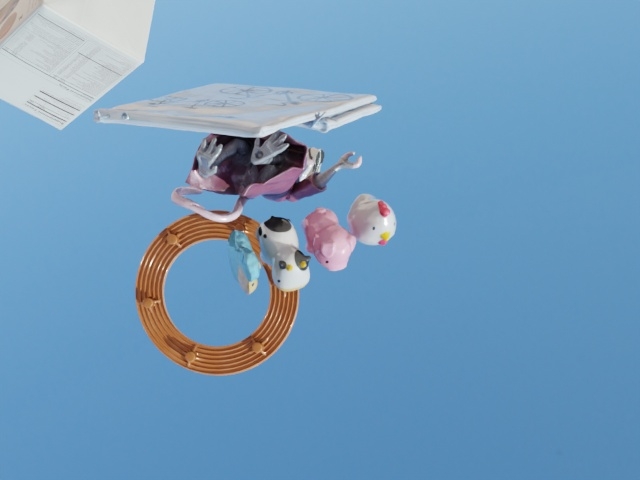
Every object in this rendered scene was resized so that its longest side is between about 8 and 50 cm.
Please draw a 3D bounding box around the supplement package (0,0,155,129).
[{"bbox_3d":[-0.330,-0.291,1.443,0.203,0.149,0.194,-28,-134,41],"label":"supplement package"}]

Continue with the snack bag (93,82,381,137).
[{"bbox_3d":[-0.122,-0.199,1.725,0.323,0.037,0.342,9,-161,29],"label":"snack bag"}]

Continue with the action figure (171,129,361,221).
[{"bbox_3d":[-0.094,-0.123,2.232,0.248,0.370,0.275,30,-90,14],"label":"action figure"}]

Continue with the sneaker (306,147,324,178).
[{"bbox_3d":[-0.024,-0.168,2.623,0.044,0.109,0.040,25,-166,33],"label":"sneaker"}]

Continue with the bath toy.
[{"bbox_3d":[0.000,0.000,2.154,0.348,0.151,0.129,-18,175,-21],"label":"bath toy"}]

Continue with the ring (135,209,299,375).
[{"bbox_3d":[-0.211,0.107,2.246,0.337,0.336,0.032,-12,-179,6],"label":"ring"}]
